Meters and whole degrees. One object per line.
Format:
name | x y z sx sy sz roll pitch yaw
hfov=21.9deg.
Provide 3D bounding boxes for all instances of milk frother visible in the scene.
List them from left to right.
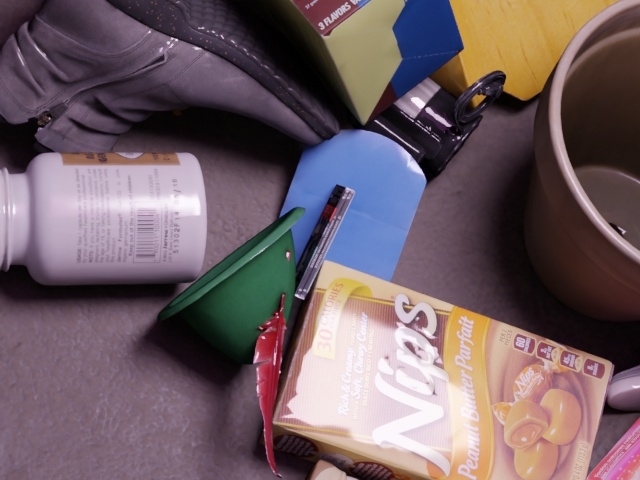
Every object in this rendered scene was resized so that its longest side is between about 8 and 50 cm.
milk frother | 0.110 -0.158 1.750 0.135 0.129 0.143 38 109 3

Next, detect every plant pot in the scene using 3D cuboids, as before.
plant pot | 0.339 -0.049 1.694 0.323 0.280 0.323 5 67 -13

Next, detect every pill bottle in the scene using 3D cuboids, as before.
pill bottle | -0.234 -0.021 1.622 0.229 0.131 0.131 -1 68 -14

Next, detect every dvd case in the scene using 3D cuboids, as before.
dvd case | 0.000 0.000 1.672 0.013 0.087 0.119 26 90 -7

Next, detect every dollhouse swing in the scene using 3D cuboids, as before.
dollhouse swing | 0.175 -0.371 1.909 0.347 0.305 0.315 -34 121 -24

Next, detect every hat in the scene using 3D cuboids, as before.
hat | -0.044 0.099 1.620 0.208 0.173 0.183 -39 95 -21

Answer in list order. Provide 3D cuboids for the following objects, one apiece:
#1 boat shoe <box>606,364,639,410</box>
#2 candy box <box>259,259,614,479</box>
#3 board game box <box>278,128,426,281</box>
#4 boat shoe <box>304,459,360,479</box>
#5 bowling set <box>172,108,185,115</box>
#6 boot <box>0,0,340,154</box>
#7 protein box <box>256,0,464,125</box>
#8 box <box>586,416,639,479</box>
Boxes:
boat shoe | 0.375 0.132 1.750 0.184 0.066 0.063 -12 61 -18
candy box | 0.117 0.162 1.657 0.316 0.087 0.183 20 66 -6
board game box | 0.032 -0.032 1.730 0.133 0.033 0.168 20 93 9
boat shoe | -0.016 0.369 1.521 0.110 0.121 0.341 25 63 -2
bowling set | -0.190 -0.296 1.728 0.154 0.287 0.200 6 33 -18
boot | -0.164 -0.149 1.667 0.338 0.223 0.118 33 24 -26
protein box | 0.019 -0.262 1.652 0.136 0.200 0.201 -38 65 -3
box | 0.435 0.198 1.657 0.300 0.142 0.154 -45 109 -20
